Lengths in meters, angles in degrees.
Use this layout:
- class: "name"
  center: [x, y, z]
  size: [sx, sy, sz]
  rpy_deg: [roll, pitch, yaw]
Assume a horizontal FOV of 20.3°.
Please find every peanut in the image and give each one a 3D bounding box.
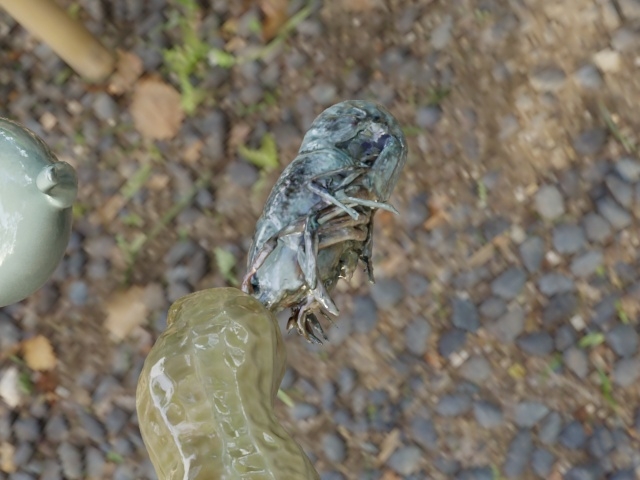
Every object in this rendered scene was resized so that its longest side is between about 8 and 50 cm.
- class: "peanut"
  center: [-0.070, 0.159, 1.354]
  size: [0.120, 0.136, 0.298]
  rpy_deg: [121, 148, -46]

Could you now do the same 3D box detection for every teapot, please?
- class: "teapot"
  center: [-0.342, -0.028, 1.775]
  size: [0.294, 0.129, 0.193]
  rpy_deg: [-16, 85, 28]

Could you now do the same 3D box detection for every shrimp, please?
- class: "shrimp"
  center: [0.000, -0.002, 1.869]
  size: [0.137, 0.172, 0.372]
  rpy_deg: [19, 63, -5]
